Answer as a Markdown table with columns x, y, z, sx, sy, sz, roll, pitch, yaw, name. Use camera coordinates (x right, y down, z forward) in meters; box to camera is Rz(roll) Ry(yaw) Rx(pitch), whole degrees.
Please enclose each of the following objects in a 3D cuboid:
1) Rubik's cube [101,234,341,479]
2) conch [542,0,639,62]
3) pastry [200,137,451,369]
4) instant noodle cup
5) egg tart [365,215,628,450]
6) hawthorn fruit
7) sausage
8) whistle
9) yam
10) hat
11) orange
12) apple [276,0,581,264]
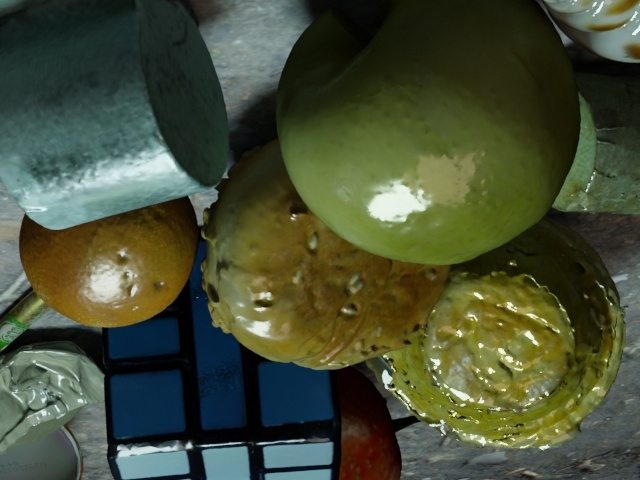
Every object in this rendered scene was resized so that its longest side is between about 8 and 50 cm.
| x | y | z | sx | sy | sz | roll | pitch | yaw | name |
| --- | --- | --- | --- | --- | --- | --- | --- | --- | --- |
| -0.123 | 0.173 | 1.929 | 0.284 | 0.288 | 0.293 | -6 | 156 | -1 | Rubik's cube |
| 0.278 | -0.241 | 1.419 | 0.275 | 0.148 | 0.183 | 13 | 142 | -41 | conch |
| 0.000 | 0.000 | 1.715 | 0.316 | 0.184 | 0.284 | 3 | 109 | -40 | pastry |
| -0.465 | 0.368 | 2.276 | 0.250 | 0.250 | 0.192 | 3 | 141 | -23 | instant noodle cup |
| 0.216 | 0.115 | 1.923 | 0.341 | 0.341 | 0.132 | -13 | -170 | 6 | egg tart |
| 0.001 | 0.297 | 2.261 | 0.369 | 0.284 | 0.284 | -6 | 154 | -28 | hawthorn fruit |
| -0.401 | 0.112 | 2.000 | 0.033 | 0.032 | 0.269 | 12 | 145 | -37 | sausage |
| -0.221 | -0.177 | 1.398 | 0.168 | 0.188 | 0.404 | -14 | 120 | 18 | whistle |
| 0.355 | -0.104 | 1.711 | 0.268 | 0.161 | 0.161 | 1 | 151 | -26 | yam |
| -0.370 | 0.197 | 2.147 | 0.214 | 0.149 | 0.244 | -27 | -174 | 11 | hat |
| -0.227 | -0.002 | 1.671 | 0.206 | 0.206 | 0.206 | -8 | 153 | -4 | orange |
| 0.104 | -0.118 | 1.463 | 0.292 | 0.292 | 0.254 | -28 | 118 | 31 | apple |
